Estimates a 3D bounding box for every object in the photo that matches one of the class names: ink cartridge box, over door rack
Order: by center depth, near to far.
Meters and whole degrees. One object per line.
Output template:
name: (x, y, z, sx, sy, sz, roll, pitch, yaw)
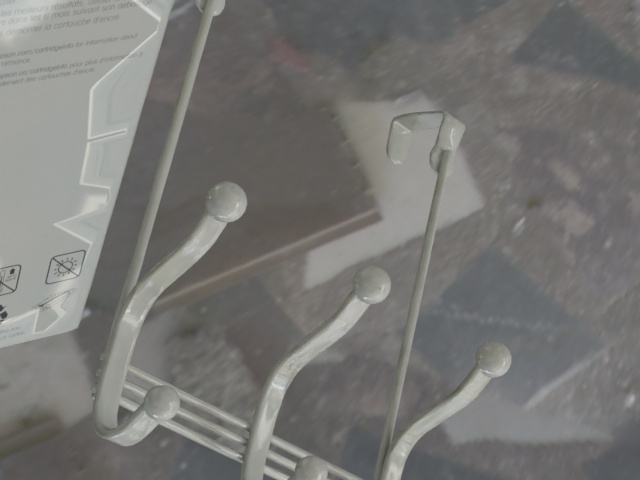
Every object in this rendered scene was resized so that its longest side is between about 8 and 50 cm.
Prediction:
ink cartridge box: (-0.137, -0.079, 0.632, 0.065, 0.165, 0.332, 55, 140, 30)
over door rack: (0.000, 0.000, 1.028, 0.108, 0.324, 0.239, -23, 139, 38)
